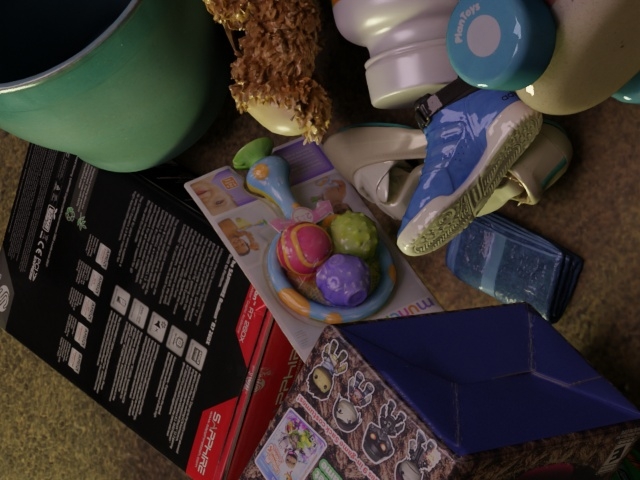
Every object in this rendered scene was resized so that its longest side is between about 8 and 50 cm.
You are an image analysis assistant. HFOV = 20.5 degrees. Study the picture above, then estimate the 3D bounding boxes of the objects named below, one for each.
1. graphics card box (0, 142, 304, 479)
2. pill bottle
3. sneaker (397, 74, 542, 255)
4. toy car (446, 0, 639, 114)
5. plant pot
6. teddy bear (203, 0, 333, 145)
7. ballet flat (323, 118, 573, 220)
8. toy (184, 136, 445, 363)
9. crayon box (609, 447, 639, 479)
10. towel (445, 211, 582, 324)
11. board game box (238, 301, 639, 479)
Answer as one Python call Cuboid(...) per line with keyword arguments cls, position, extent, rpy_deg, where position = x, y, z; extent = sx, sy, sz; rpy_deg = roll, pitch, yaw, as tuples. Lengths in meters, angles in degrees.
Cuboid(cls="graphics card box", position=(-0.160, 0.050, 1.695), extent=(0.371, 0.094, 0.232), rpy_deg=(30, 112, 36))
Cuboid(cls="pill bottle", position=(0.069, -0.237, 1.439), extent=(0.136, 0.136, 0.245), rpy_deg=(-15, 82, 42))
Cuboid(cls="sneaker", position=(0.096, -0.066, 1.371), extent=(0.084, 0.058, 0.152), rpy_deg=(47, 110, 29))
Cuboid(cls="toy car", position=(0.169, -0.236, 1.295), extent=(0.210, 0.219, 0.238), rpy_deg=(-53, 57, 30))
Cuboid(cls="plant pot", position=(-0.210, -0.194, 1.577), extent=(0.272, 0.255, 0.271), rpy_deg=(-8, 64, 17))
Cuboid(cls="teddy bear", position=(-0.045, -0.238, 1.474), extent=(0.113, 0.245, 0.338), rpy_deg=(-16, 78, 9))
Cuboid(cls="ballet flat", position=(0.091, -0.054, 1.458), extent=(0.248, 0.086, 0.086), rpy_deg=(-3, 90, 43))
Cuboid(cls="toy", position=(0.000, 0.000, 1.512), extent=(0.237, 0.137, 0.056), rpy_deg=(53, 153, 29))
Cuboid(cls="crayon box", position=(0.171, 0.278, 1.414), extent=(0.165, 0.081, 0.278), rpy_deg=(36, 116, 35))
Cuboid(cls="towel", position=(0.154, 0.019, 1.450), extent=(0.119, 0.029, 0.067), rpy_deg=(28, 112, 37))
Cuboid(cls="board game box", position=(0.060, 0.204, 1.299), extent=(0.141, 0.232, 0.291), rpy_deg=(46, 122, 31))
